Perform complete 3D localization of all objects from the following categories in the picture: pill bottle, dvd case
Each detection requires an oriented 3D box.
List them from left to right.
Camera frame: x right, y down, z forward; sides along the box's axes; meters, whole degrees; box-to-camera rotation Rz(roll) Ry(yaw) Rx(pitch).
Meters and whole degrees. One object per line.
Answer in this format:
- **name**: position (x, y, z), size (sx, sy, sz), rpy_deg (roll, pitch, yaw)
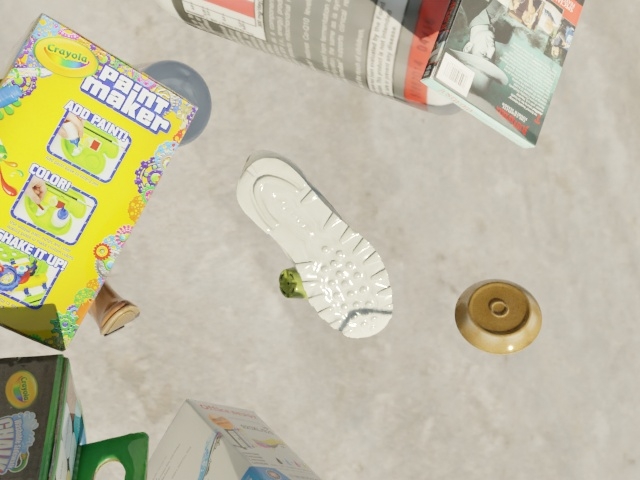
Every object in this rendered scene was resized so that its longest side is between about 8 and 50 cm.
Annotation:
- **pill bottle**: position (-0.336, -0.263, 1.717), size (0.161, 0.283, 0.161), rpy_deg (-4, 99, -28)
- **pill bottle**: position (-0.019, -0.256, 0.728), size (0.210, 0.363, 0.210), rpy_deg (22, 90, -79)
- **dvd case**: position (0.112, -0.126, 0.519), size (0.087, 0.013, 0.119), rpy_deg (26, 77, -28)

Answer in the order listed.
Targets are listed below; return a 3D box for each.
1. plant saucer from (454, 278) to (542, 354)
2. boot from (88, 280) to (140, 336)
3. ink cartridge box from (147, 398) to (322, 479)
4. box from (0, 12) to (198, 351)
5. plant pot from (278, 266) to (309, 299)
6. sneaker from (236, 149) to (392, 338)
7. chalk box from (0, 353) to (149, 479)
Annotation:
- **plant saucer**: position (0.171, 0.069, 0.846), size (0.083, 0.084, 0.015), rpy_deg (-58, 160, -27)
- **boot**: position (-0.394, 0.089, 1.561), size (0.073, 0.197, 0.152), rpy_deg (-27, 89, -28)
- **ink cartridge box**: position (-0.132, 0.383, 1.359), size (0.171, 0.233, 0.168), rpy_deg (25, 97, -48)
- **box**: position (-0.308, -0.066, 0.955), size (0.177, 0.290, 0.279), rpy_deg (30, 84, -23)
- **plant pot**: position (-0.028, 0.072, 1.541), size (0.079, 0.083, 0.083), rpy_deg (-6, 92, -40)
- **sneaker**: position (0.000, 0.000, 0.949), size (0.090, 0.095, 0.235), rpy_deg (-33, 104, 4)
- **chalk box**: position (-0.296, 0.225, 0.773), size (0.289, 0.180, 0.179), rpy_deg (-2, 129, -6)
